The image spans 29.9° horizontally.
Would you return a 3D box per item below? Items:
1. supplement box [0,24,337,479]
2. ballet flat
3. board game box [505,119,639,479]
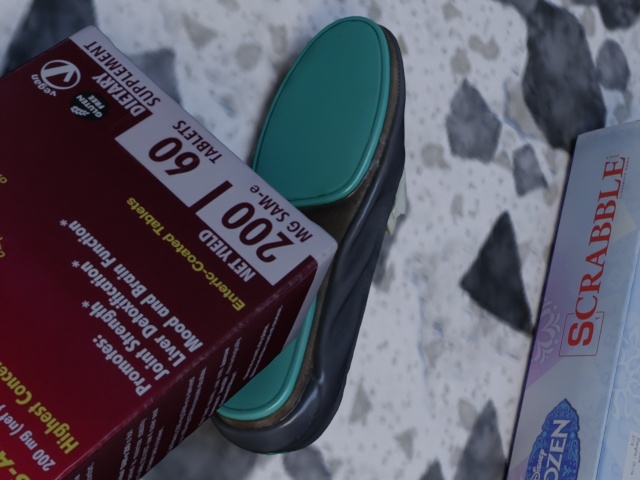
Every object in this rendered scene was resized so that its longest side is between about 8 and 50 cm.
[{"bbox_3d":[-0.123,0.042,0.388,0.130,0.073,0.239,41,57,12],"label":"supplement box"},{"bbox_3d":[0.000,0.000,0.527,0.074,0.074,0.203,30,62,-30],"label":"ballet flat"},{"bbox_3d":[0.242,0.140,0.682,0.318,0.066,0.319,26,70,-31],"label":"board game box"}]
